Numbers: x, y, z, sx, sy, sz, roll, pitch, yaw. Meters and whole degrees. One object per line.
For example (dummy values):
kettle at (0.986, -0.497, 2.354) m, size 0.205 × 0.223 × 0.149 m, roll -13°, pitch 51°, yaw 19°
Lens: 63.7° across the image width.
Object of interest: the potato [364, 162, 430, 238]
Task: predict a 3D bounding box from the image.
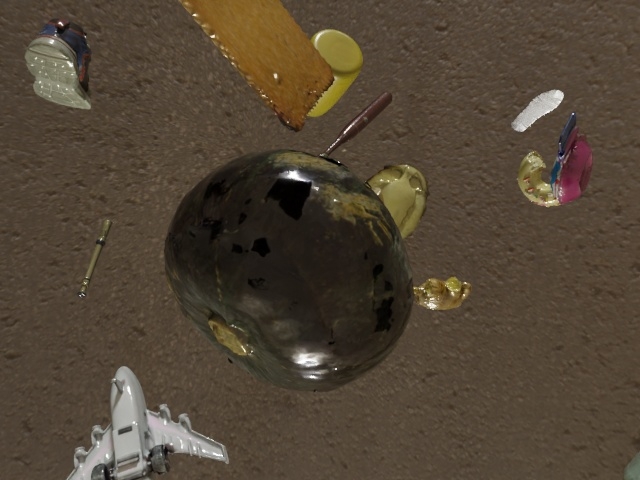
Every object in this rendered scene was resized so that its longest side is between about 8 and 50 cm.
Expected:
potato at (0.221, -0.101, 1.683) m, size 0.243 × 0.242 × 0.285 m, roll 28°, pitch 81°, yaw -10°

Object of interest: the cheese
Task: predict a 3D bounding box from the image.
cheese at (0.518, -0.164, 1.070) m, size 0.155 × 0.062 × 0.244 m, roll -61°, pitch 142°, yaw -12°

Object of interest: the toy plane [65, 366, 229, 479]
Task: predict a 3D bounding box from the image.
toy plane at (-0.175, 0.196, 0.483) m, size 0.162 × 0.065 × 0.171 m, roll -15°, pitch 64°, yaw -12°

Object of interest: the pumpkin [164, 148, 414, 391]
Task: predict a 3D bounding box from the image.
pumpkin at (-0.056, 0.054, 0.912) m, size 0.454 × 0.454 × 0.344 m, roll 49°, pitch 54°, yaw -12°

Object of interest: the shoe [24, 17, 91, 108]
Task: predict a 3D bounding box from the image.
shoe at (-0.484, -0.340, 0.973) m, size 0.100 × 0.227 × 0.125 m, roll 7°, pitch 76°, yaw -16°

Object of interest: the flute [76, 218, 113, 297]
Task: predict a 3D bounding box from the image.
flute at (-0.607, 0.043, 1.391) m, size 0.027 × 0.027 × 0.232 m, roll 12°, pitch 60°, yaw -9°

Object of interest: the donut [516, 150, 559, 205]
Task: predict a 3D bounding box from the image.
donut at (0.598, -0.152, 1.400) m, size 0.166 × 0.065 × 0.108 m, roll 48°, pitch 125°, yaw 17°

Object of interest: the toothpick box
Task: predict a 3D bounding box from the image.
toothpick box at (0.005, -0.516, 1.639) m, size 0.175 × 0.271 × 0.174 m, roll 8°, pitch 68°, yaw -20°

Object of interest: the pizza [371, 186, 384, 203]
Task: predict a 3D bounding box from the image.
pizza at (0.000, 0.000, 1.296) m, size 0.278 × 0.114 × 0.408 m, roll 29°, pitch 123°, yaw -8°

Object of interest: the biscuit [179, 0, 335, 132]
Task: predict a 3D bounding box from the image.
biscuit at (-0.076, -0.257, 0.616) m, size 0.013 × 0.232 × 0.237 m, roll -31°, pitch 110°, yaw 31°

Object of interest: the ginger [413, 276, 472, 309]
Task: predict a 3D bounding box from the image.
ginger at (0.419, 0.191, 1.832) m, size 0.216 × 0.157 × 0.102 m, roll 5°, pitch 62°, yaw -10°

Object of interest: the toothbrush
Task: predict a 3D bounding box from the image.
toothbrush at (0.092, -0.302, 1.369) m, size 0.041 × 0.041 × 0.364 m, roll 52°, pitch 54°, yaw -12°

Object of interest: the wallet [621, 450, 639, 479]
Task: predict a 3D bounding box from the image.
wallet at (0.600, 0.257, 0.774) m, size 0.360 × 0.083 × 0.252 m, roll -48°, pitch 144°, yaw 8°

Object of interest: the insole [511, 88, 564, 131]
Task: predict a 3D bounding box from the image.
insole at (0.502, -0.302, 1.201) m, size 0.053 × 0.152 × 0.002 m, roll 30°, pitch 60°, yaw -4°
